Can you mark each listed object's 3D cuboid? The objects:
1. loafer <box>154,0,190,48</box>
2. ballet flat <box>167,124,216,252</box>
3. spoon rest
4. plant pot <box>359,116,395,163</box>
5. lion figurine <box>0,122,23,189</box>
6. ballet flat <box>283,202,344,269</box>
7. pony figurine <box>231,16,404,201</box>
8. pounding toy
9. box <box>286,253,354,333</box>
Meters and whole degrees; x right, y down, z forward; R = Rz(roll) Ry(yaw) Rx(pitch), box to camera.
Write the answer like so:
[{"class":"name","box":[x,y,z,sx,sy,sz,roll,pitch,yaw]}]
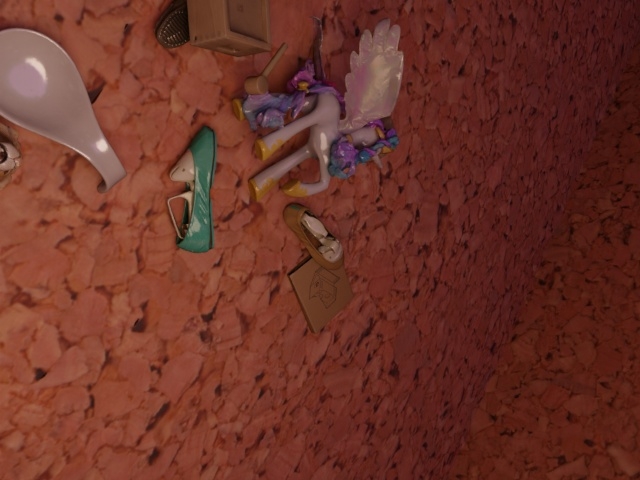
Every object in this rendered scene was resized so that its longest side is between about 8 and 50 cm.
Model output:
[{"class":"loafer","box":[-0.245,-0.396,0.889,0.148,0.050,0.056,-56,138,-23]},{"class":"ballet flat","box":[-0.246,-0.096,0.952,0.087,0.083,0.248,-2,101,-30]},{"class":"spoon rest","box":[-0.396,-0.189,0.772,0.137,0.084,0.276,-50,131,-23]},{"class":"plant pot","box":[0.132,-0.262,1.267,0.109,0.096,0.109,-42,127,-28]},{"class":"lion figurine","box":[-0.559,-0.009,0.628,0.392,0.142,0.240,-56,173,1]},{"class":"ballet flat","box":[0.000,0.000,1.200,0.232,0.073,0.080,44,66,-33]},{"class":"pony figurine","box":[0.009,-0.267,1.052,0.363,0.303,0.351,-23,125,-23]},{"class":"pounding toy","box":[-0.146,-0.365,0.901,0.181,0.094,0.206,-16,106,-58]},{"class":"box","box":[0.005,0.119,1.296,0.164,0.021,0.201,-40,127,-30]}]
